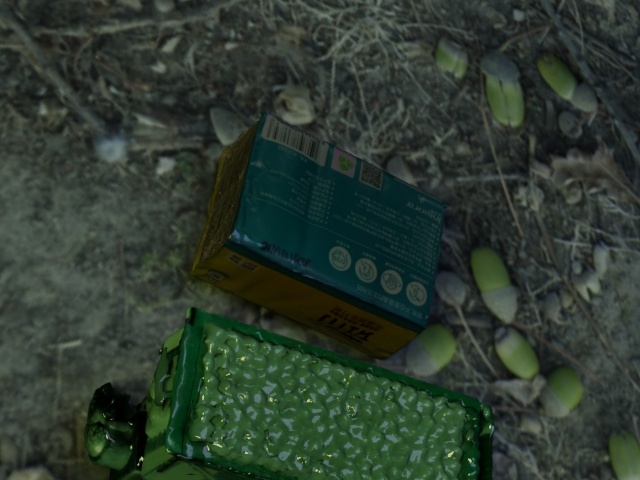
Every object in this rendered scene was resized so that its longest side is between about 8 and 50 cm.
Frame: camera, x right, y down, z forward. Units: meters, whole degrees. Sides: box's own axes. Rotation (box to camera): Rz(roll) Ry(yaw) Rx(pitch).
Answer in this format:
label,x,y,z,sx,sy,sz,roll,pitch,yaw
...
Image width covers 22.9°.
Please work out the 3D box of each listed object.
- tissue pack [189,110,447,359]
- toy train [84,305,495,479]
label,x,y,z,sx,sy,sz,roll,pitch,yaw
tissue pack,0.000,0.000,1.151,0.169,0.082,0.120,25,57,-21
toy train,-0.016,0.146,1.024,0.269,0.154,0.115,20,60,-24
